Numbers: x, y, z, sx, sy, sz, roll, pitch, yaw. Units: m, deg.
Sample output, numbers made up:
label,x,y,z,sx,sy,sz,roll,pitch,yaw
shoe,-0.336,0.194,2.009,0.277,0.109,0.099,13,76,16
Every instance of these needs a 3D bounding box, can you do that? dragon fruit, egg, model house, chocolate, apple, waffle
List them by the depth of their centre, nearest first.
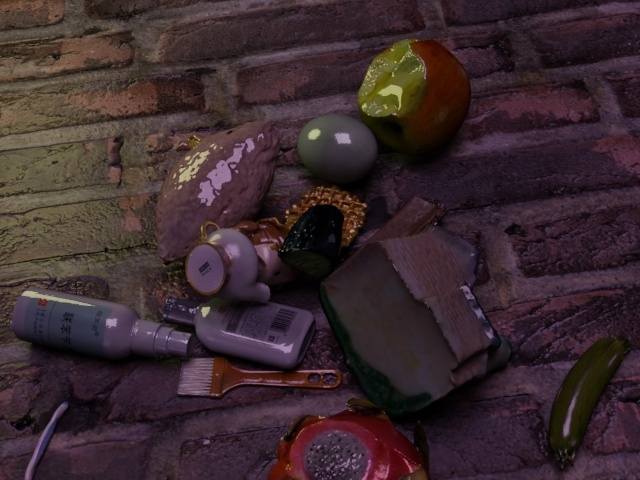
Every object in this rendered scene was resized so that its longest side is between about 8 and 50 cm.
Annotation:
label,x,y,z,sx,sy,sz,roll,pitch,yaw
dragon fruit,0.048,0.397,1.718,0.290,0.189,0.290,-2,50,3
model house,0.204,0.138,1.917,0.284,0.243,0.298,-18,74,-42
chocolate,0.130,0.010,2.096,0.102,0.065,0.329,13,47,45
waffle,0.009,-0.042,2.183,0.191,0.038,0.191,-2,50,3
egg,0.035,-0.198,2.235,0.192,0.149,0.149,14,52,37
apple,0.197,-0.311,2.256,0.246,0.246,0.226,30,67,26

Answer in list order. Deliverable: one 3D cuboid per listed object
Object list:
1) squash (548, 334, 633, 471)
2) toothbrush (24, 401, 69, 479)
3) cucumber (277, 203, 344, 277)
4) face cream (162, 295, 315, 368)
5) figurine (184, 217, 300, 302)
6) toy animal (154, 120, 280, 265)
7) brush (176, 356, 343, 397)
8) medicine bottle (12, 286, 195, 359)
label,x,y,z,sx,sy,sz,roll,pitch,yaw
squash,0.471,0.271,1.862,0.071,0.080,0.318,-10,35,50
toothbrush,-0.516,0.405,1.875,0.027,0.021,0.269,13,52,9
cucumber,0.000,0.000,2.032,0.086,0.115,0.193,-35,17,30
face cream,-0.163,0.164,2.005,0.291,0.071,0.144,11,43,13
figurine,-0.140,0.036,2.020,0.263,0.142,0.189,-12,72,-54
toy animal,-0.225,-0.097,2.153,0.358,0.188,0.226,-50,29,-16
brush,-0.113,0.259,1.962,0.314,0.017,0.090,0,53,5
medicine bottle,-0.413,0.171,2.000,0.352,0.110,0.110,10,52,13
